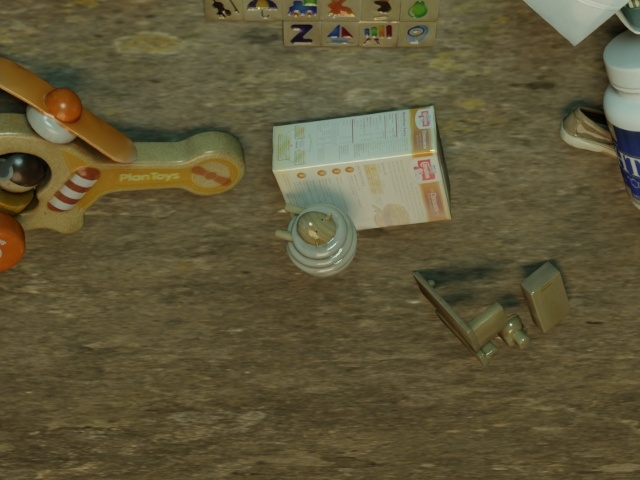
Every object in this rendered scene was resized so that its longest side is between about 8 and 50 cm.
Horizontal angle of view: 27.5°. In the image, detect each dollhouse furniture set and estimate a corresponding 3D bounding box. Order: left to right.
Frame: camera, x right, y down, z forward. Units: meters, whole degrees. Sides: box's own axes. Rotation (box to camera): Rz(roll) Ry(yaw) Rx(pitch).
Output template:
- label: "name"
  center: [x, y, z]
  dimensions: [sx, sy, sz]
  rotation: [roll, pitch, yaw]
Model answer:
- label: "dollhouse furniture set"
  center: [0.236, 0.073, 1.785]
  dimensions: [0.151, 0.123, 0.144]
  rotation: [-38, 144, -6]

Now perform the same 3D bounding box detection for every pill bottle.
- label: "pill bottle"
  center: [0.357, -0.127, 1.367]
  dimensions: [0.112, 0.112, 0.187]
  rotation: [-12, 126, 18]

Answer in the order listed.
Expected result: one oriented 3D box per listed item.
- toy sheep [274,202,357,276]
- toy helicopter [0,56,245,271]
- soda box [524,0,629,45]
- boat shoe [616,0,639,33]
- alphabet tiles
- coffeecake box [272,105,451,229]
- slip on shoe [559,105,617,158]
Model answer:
- label: "toy sheep"
  center: [0.000, 0.000, 1.490]
  dimensions: [0.091, 0.091, 0.132]
  rotation: [-7, 162, 11]
- label: "toy helicopter"
  center: [-0.257, -0.095, 1.461]
  dimensions: [0.355, 0.140, 0.235]
  rotation: [-3, 140, -15]
- label: "soda box"
  center: [0.280, -0.290, 1.057]
  dimensions: [0.091, 0.098, 0.286]
  rotation: [39, 131, -14]
- label: "boat shoe"
  center: [0.273, -0.277, 1.188]
  dimensions: [0.083, 0.076, 0.226]
  rotation: [-19, 143, 26]
- label: "alphabet tiles"
  center: [0.001, -0.257, 1.281]
  dimensions: [0.237, 0.009, 0.198]
  rotation: [0, 148, 0]
- label: "coffeecake box"
  center: [0.050, -0.077, 1.508]
  dimensions: [0.185, 0.068, 0.142]
  rotation: [-6, 147, 9]
- label: "slip on shoe"
  center: [0.337, -0.120, 1.465]
  dimensions: [0.135, 0.051, 0.041]
  rotation: [14, 136, -11]
